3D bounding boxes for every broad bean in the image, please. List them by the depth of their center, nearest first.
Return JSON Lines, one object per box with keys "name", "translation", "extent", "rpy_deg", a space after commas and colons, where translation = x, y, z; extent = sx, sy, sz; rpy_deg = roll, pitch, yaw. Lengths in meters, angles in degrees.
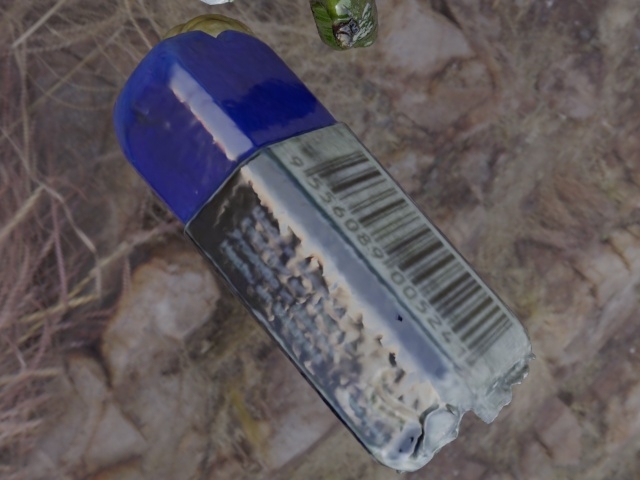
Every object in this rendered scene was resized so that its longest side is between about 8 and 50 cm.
{"name": "broad bean", "translation": [0.016, -0.166, 0.724], "extent": [0.046, 0.195, 0.061], "rpy_deg": [-6, 100, 6]}

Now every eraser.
{"name": "eraser", "translation": [0.000, 0.000, 0.714], "extent": [0.101, 0.332, 0.155], "rpy_deg": [-47, 170, 29]}

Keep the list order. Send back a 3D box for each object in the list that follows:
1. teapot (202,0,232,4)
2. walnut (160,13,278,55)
{"name": "teapot", "translation": [-0.125, -0.328, 1.270], "extent": [0.083, 0.064, 0.064], "rpy_deg": [27, 143, -35]}
{"name": "walnut", "translation": [-0.193, -0.290, 1.909], "extent": [0.283, 0.227, 0.282], "rpy_deg": [-32, 131, -44]}
